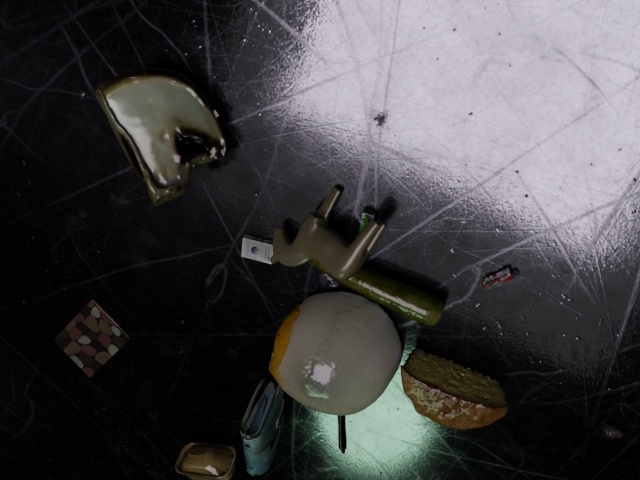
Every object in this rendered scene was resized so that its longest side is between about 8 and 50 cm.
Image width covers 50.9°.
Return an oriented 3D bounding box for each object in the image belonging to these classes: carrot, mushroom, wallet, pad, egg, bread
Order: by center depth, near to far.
[{"bbox_3d":[-0.353,-0.246,1.562,0.218,0.212,0.292,-28,89,-17],"label":"mushroom"},{"bbox_3d":[0.118,0.099,1.569,0.359,0.074,0.074,25,118,10],"label":"carrot"},{"bbox_3d":[0.301,0.367,1.589,0.260,0.129,0.134,24,119,10],"label":"bread"},{"bbox_3d":[0.022,0.302,1.619,0.337,0.201,0.336,8,117,16],"label":"egg"},{"bbox_3d":[-0.150,0.480,1.730,0.075,0.176,0.250,16,143,11],"label":"wallet"},{"bbox_3d":[-0.670,0.289,1.965,0.158,0.003,0.235,47,119,-5],"label":"pad"}]

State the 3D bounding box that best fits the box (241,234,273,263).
[{"bbox_3d":[-0.151,0.022,1.656,0.083,0.024,0.054,14,118,12],"label":"box"}]

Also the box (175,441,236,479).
[{"bbox_3d":[-0.327,0.642,1.943,0.177,0.111,0.111,-2,112,20],"label":"box"}]

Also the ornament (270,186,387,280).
[{"bbox_3d":[0.000,0.000,1.538,0.230,0.061,0.244,41,109,24],"label":"ornament"}]

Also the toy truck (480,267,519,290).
[{"bbox_3d":[0.397,0.085,1.490,0.083,0.024,0.032,-31,122,29],"label":"toy truck"}]

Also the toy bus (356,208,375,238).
[{"bbox_3d":[0.104,-0.029,1.540,0.037,0.031,0.083,10,116,7],"label":"toy bus"}]

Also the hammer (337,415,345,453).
[{"bbox_3d":[0.051,0.494,1.793,0.065,0.021,0.178,4,116,18],"label":"hammer"}]
